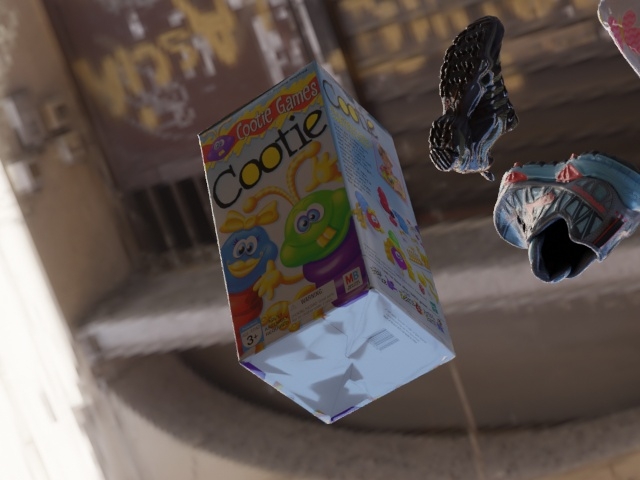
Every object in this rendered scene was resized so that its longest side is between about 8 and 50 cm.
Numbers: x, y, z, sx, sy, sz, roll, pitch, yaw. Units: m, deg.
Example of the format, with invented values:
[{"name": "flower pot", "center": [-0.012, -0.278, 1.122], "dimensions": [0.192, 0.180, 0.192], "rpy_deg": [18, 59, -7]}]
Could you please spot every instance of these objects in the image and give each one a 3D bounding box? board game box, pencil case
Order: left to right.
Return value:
[{"name": "board game box", "center": [0.000, 0.000, 1.431], "dimensions": [0.142, 0.144, 0.275], "rpy_deg": [-30, -133, 19]}, {"name": "pencil case", "center": [0.459, -0.227, 1.967], "dimensions": [0.113, 0.273, 0.124], "rpy_deg": [-11, 144, -28]}]

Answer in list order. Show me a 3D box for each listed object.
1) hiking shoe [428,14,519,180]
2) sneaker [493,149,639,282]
[{"name": "hiking shoe", "center": [0.228, -0.201, 2.210], "dimensions": [0.114, 0.227, 0.086], "rpy_deg": [13, -175, -34]}, {"name": "sneaker", "center": [0.241, -0.016, 1.652], "dimensions": [0.125, 0.104, 0.262], "rpy_deg": [-58, -168, -17]}]
